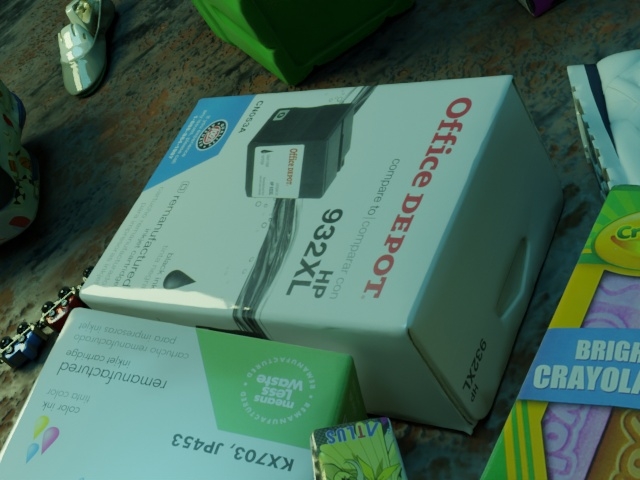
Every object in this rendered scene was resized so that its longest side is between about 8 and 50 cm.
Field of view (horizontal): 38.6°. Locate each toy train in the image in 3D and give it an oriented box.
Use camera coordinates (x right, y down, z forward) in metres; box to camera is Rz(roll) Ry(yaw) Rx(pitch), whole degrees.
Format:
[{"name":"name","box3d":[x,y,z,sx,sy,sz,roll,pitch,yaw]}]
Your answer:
[{"name":"toy train","box3d":[-0.255,0.072,0.904,0.158,0.027,0.036,-41,51,-6]}]

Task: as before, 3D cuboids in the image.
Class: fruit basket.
[{"name":"fruit basket","box3d":[-0.106,-0.386,0.970,0.283,0.392,0.392,-34,40,4]}]

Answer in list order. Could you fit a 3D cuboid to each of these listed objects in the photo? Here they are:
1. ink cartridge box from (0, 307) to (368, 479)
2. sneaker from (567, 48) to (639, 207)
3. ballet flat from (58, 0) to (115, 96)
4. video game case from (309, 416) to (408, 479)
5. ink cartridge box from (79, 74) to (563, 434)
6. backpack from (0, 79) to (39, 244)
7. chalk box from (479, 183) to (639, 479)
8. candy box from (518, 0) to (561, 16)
[{"name":"ink cartridge box","box3d":[-0.111,0.228,0.534,0.207,0.119,0.353,7,54,15]},{"name":"sneaker","box3d":[0.238,-0.058,0.635,0.095,0.090,0.235,-12,46,13]},{"name":"ballet flat","box3d":[-0.333,-0.283,1.264,0.072,0.068,0.213,-21,43,18]},{"name":"video game case","box3d":[0.041,0.228,0.387,0.042,0.232,0.210,-11,41,-3]},{"name":"ink cartridge box","box3d":[0.000,0.000,0.708,0.307,0.129,0.223,3,53,37]},{"name":"backpack","box3d":[-0.458,-0.101,1.072,0.276,0.213,0.263,-21,50,9]},{"name":"chalk box","box3d":[0.214,0.091,0.433,0.179,0.180,0.289,8,56,40]},{"name":"candy box","box3d":[0.206,-0.341,0.807,0.159,0.233,0.071,-32,41,5]}]
